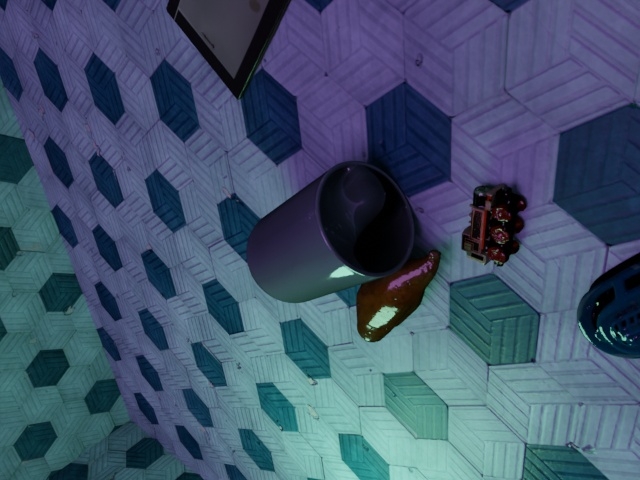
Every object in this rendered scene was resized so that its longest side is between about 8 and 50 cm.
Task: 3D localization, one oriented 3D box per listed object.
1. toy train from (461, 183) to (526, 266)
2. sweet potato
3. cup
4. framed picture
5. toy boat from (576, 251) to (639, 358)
[{"bbox_3d":[0.266,-0.026,0.867,0.087,0.050,0.137,24,131,39],"label":"toy train"},{"bbox_3d":[0.127,0.109,1.061,0.112,0.112,0.359,48,144,11],"label":"sweet potato"},{"bbox_3d":[0.000,0.000,1.046,0.312,0.205,0.205,-26,96,53],"label":"cup"},{"bbox_3d":[-0.176,-0.474,1.053,0.265,0.016,0.347,51,141,7],"label":"framed picture"},{"bbox_3d":[0.452,0.082,0.716,0.134,0.092,0.299,47,140,8],"label":"toy boat"}]
